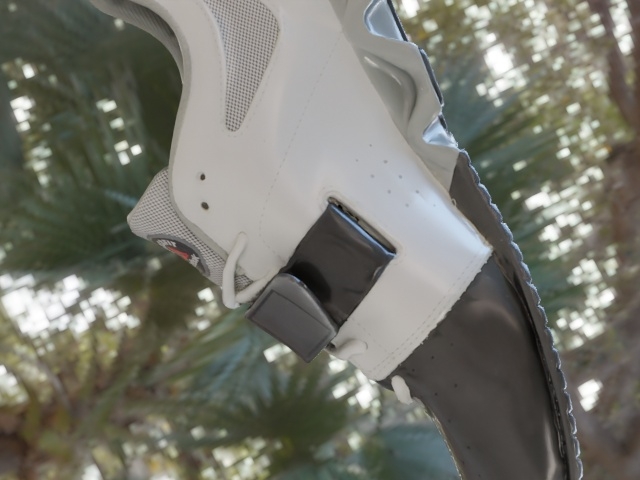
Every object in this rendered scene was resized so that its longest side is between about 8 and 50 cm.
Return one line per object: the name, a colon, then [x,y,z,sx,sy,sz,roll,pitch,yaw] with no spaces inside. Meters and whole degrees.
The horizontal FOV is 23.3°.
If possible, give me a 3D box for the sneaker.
sneaker: [0.000,0.000,0.677,0.122,0.146,0.330,114,-49,-80]
